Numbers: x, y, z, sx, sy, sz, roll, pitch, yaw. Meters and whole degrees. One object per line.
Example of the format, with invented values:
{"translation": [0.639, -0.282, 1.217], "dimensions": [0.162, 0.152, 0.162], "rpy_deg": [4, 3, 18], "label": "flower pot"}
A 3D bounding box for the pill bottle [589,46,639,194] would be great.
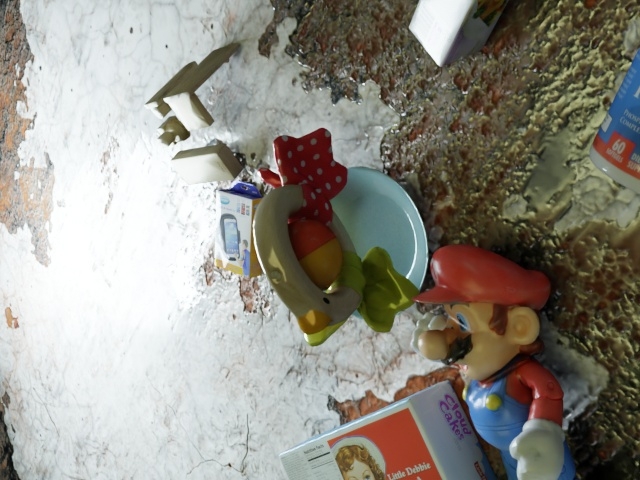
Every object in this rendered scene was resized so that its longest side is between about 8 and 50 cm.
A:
{"translation": [0.321, -0.143, 0.591], "dimensions": [0.124, 0.124, 0.221], "rpy_deg": [35, 121, 32], "label": "pill bottle"}

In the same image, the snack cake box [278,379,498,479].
{"translation": [0.079, 0.296, 0.933], "dimensions": [0.264, 0.089, 0.152], "rpy_deg": [-35, 74, 41], "label": "snack cake box"}

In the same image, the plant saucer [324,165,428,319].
{"translation": [0.063, 0.003, 0.919], "dimensions": [0.195, 0.037, 0.195], "rpy_deg": [11, 106, 42], "label": "plant saucer"}

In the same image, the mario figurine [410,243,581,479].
{"translation": [0.168, 0.162, 0.769], "dimensions": [0.198, 0.170, 0.320], "rpy_deg": [-17, 89, 40], "label": "mario figurine"}

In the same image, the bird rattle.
{"translation": [0.000, 0.000, 0.827], "dimensions": [0.143, 0.207, 0.253], "rpy_deg": [-18, 97, 25], "label": "bird rattle"}

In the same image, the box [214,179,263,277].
{"translation": [-0.122, -0.019, 1.091], "dimensions": [0.081, 0.028, 0.136], "rpy_deg": [16, 111, 40], "label": "box"}

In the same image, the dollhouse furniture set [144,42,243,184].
{"translation": [-0.164, -0.185, 1.094], "dimensions": [0.144, 0.123, 0.151], "rpy_deg": [-2, 133, 43], "label": "dollhouse furniture set"}

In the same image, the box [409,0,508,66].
{"translation": [0.162, -0.287, 0.654], "dimensions": [0.067, 0.063, 0.324], "rpy_deg": [55, 157, 17], "label": "box"}
